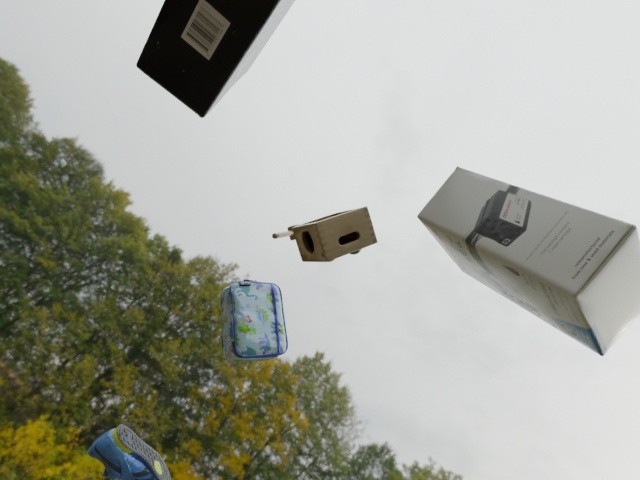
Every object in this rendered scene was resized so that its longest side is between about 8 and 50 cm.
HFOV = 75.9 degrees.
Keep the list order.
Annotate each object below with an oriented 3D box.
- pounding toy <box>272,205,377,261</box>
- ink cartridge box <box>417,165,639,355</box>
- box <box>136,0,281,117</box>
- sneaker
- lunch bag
[{"bbox_3d":[-0.010,0.003,0.905,0.206,0.181,0.094,-6,-78,64],"label":"pounding toy"},{"bbox_3d":[0.349,0.023,0.699,0.223,0.129,0.307,41,-1,-38],"label":"ink cartridge box"},{"bbox_3d":[-0.198,-0.505,0.909,0.179,0.312,0.343,37,-51,-17],"label":"box"},{"bbox_3d":[-0.401,0.480,0.872,0.209,0.082,0.069,61,-10,-26],"label":"sneaker"},{"bbox_3d":[-0.181,0.221,1.139,0.090,0.176,0.218,-34,-125,45],"label":"lunch bag"}]
